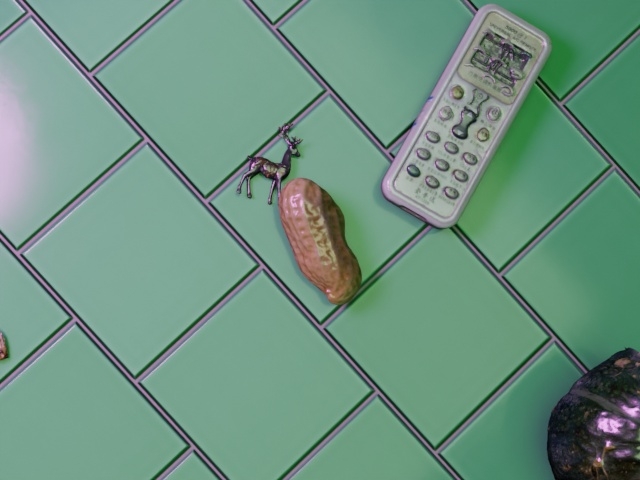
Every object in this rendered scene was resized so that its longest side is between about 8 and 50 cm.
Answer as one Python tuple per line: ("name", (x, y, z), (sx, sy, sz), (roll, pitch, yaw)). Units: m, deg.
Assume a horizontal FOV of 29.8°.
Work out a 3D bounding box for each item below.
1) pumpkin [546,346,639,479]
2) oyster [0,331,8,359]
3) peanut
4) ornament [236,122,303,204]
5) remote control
("pumpkin", (0.434, 0.319, 1.668), (0.197, 0.263, 0.293), (-33, 87, -4))
("oyster", (-0.478, 0.144, 1.701), (0.083, 0.019, 0.054), (29, 82, -1))
("peanut", (0.000, 0.000, 1.734), (0.083, 0.093, 0.194), (-21, 98, 27))
("ornament", (-0.071, -0.117, 1.762), (0.073, 0.028, 0.125), (20, 86, -5))
("remote control", (0.216, -0.183, 1.779), (0.128, 0.065, 0.335), (30, 83, -1))
